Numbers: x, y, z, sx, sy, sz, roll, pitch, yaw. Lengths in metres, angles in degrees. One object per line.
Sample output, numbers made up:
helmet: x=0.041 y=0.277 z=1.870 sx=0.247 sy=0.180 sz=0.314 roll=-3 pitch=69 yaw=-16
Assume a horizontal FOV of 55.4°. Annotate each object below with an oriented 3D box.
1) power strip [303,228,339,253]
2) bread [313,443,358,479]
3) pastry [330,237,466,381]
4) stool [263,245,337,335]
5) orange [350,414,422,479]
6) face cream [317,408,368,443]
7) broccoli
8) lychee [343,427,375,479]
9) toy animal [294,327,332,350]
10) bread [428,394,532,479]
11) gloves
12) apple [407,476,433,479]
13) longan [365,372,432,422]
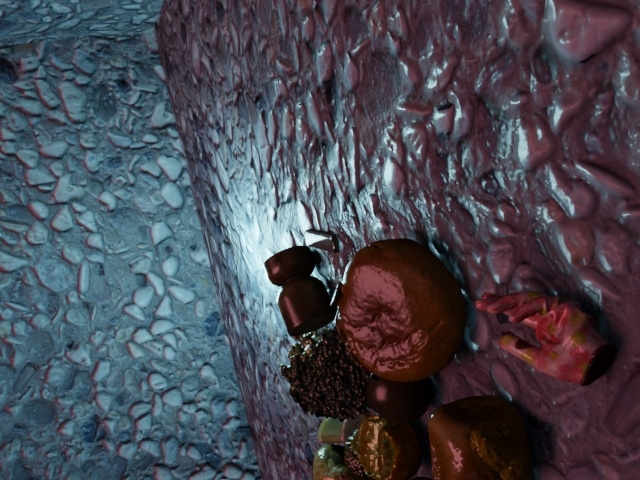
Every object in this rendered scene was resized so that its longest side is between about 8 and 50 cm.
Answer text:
power strip: x=0.000 y=0.000 z=2.019 sx=0.253 sy=0.027 sz=0.060 roll=14 pitch=117 yaw=64
bread: x=0.076 y=0.785 z=2.019 sx=0.134 sy=0.244 sz=0.244 roll=-63 pitch=32 yaw=5
pastry: x=0.178 y=0.167 z=1.438 sx=0.356 sy=0.164 sz=0.356 roll=12 pitch=108 yaw=41
stool: x=-0.070 y=0.173 z=2.088 sx=0.264 sy=0.179 sz=0.179 roll=67 pitch=155 yaw=20
orange: x=0.200 y=0.587 z=1.727 sx=0.237 sy=0.158 sz=0.179 roll=146 pitch=121 yaw=-65
face cream: x=0.069 y=0.637 z=2.101 sx=0.067 sy=0.139 sz=0.285 roll=40 pitch=154 yaw=-2
broccoli: x=0.037 y=0.370 z=1.875 sx=0.281 sy=0.293 sz=0.348 roll=-59 pitch=-22 yaw=-68
lychee: x=0.146 y=0.664 z=1.901 sx=0.171 sy=0.171 sz=0.171 roll=45 pitch=142 yaw=51
toy animal: x=-0.011 y=0.384 z=2.187 sx=0.312 sy=0.097 sz=0.157 roll=3 pitch=112 yaw=68
bread: x=0.345 y=0.470 z=1.284 sx=0.176 sy=0.195 sz=0.246 roll=-141 pitch=41 yaw=-65
gloves: x=0.395 y=0.153 z=1.091 sx=0.241 sy=0.126 sz=0.145 roll=47 pitch=170 yaw=44
apple: x=0.262 y=0.740 z=1.612 sx=0.211 sy=0.211 sz=0.188 roll=99 pitch=150 yaw=-43
longan: x=0.204 y=0.386 z=1.584 sx=0.189 sy=0.189 sz=0.189 roll=45 pitch=142 yaw=51
